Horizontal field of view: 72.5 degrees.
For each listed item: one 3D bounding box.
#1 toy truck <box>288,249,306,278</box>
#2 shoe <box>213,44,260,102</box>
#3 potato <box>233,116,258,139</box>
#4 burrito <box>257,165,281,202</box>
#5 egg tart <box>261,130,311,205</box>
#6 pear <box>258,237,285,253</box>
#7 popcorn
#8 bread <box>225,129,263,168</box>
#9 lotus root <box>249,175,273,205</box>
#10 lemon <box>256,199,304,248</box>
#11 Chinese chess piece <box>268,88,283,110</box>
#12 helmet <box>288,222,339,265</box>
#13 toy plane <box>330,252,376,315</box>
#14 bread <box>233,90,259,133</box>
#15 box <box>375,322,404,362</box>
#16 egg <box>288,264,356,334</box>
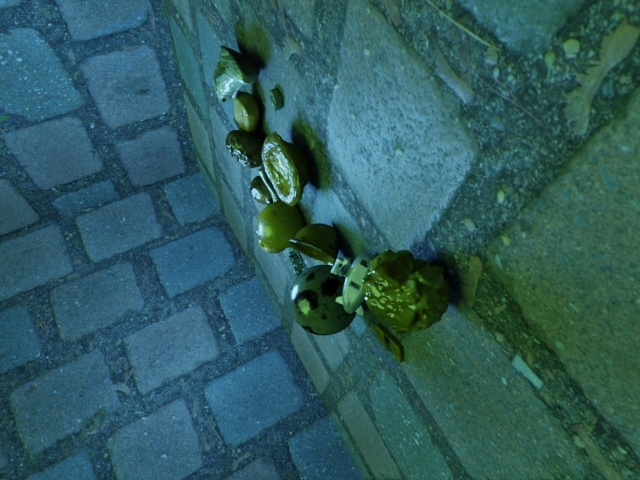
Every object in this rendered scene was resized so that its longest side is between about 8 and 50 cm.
[{"bbox_3d":[-0.130,0.141,2.409,0.175,0.067,0.081,66,162,-1],"label":"toy truck"},{"bbox_3d":[-0.372,-0.684,1.863,0.342,0.132,0.211,51,124,47],"label":"shoe"},{"bbox_3d":[-0.390,-0.584,2.228,0.200,0.081,0.164,55,159,36],"label":"potato"},{"bbox_3d":[-0.244,-0.289,2.188,0.060,0.087,0.226,-7,109,65],"label":"burrito"},{"bbox_3d":[-0.129,-0.301,1.794,0.319,0.128,0.319,50,153,37],"label":"egg tart"},{"bbox_3d":[-0.260,-0.009,2.429,0.178,0.178,0.178,53,157,34],"label":"pear"},{"bbox_3d":[0.241,0.132,1.217,0.249,0.225,0.249,31,141,30],"label":"popcorn"},{"bbox_3d":[-0.364,-0.440,2.145,0.230,0.123,0.230,29,171,5],"label":"bread"},{"bbox_3d":[-0.293,-0.251,2.294,0.214,0.138,0.138,52,157,33],"label":"lotus root"},{"bbox_3d":[-0.206,-0.070,2.134,0.240,0.219,0.240,59,162,31],"label":"lemon"},{"bbox_3d":[-0.182,-0.567,1.757,0.084,0.034,0.084,53,157,35],"label":"Chinese chess piece"},{"bbox_3d":[0.000,0.000,1.785,0.257,0.140,0.205,11,159,44],"label":"helmet"},{"bbox_3d":[0.142,0.155,1.569,0.244,0.117,0.245,4,99,27],"label":"toy plane"},{"bbox_3d":[-0.337,-0.599,2.031,0.147,0.098,0.217,57,165,5],"label":"bread"},{"bbox_3d":[0.272,0.402,1.717,0.155,0.023,0.087,41,146,50],"label":"box"},{"bbox_3d":[0.018,0.244,1.796,0.288,0.287,0.379,63,-175,9],"label":"egg"}]
